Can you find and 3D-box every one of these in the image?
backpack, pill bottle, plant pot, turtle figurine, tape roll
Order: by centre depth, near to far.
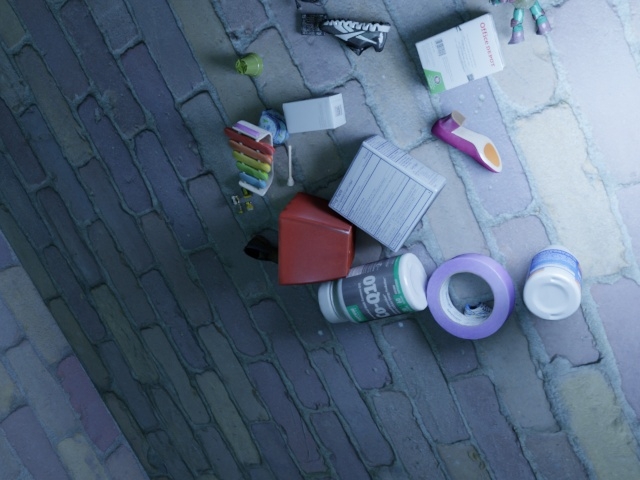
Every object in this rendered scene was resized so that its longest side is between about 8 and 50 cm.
[{"bbox_3d":[0.539,-0.659,1.443,0.175,0.118,0.234,-9,112,29],"label":"turtle figurine"},{"bbox_3d":[0.690,0.111,1.593,0.152,0.272,0.153,11,115,23],"label":"pill bottle"},{"bbox_3d":[0.499,0.184,1.796,0.274,0.090,0.275,7,102,32],"label":"tape roll"},{"bbox_3d":[-0.255,-0.608,1.876,0.083,0.079,0.084,10,114,23],"label":"plant pot"},{"bbox_3d":[0.000,0.000,1.916,0.235,0.267,0.268,6,114,11],"label":"plant pot"},{"bbox_3d":[-0.166,-0.400,1.918,0.114,0.084,0.105,30,124,8],"label":"backpack"},{"bbox_3d":[0.185,0.182,1.918,0.360,0.204,0.204,-18,102,31],"label":"pill bottle"}]

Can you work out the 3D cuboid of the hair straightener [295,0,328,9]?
[{"bbox_3d":[-0.053,-0.786,1.728,0.230,0.047,0.089,8,115,19],"label":"hair straightener"}]

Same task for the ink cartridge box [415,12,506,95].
[{"bbox_3d":[0.409,-0.539,1.565,0.219,0.092,0.160,-13,105,30],"label":"ink cartridge box"}]

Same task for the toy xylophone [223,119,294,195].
[{"bbox_3d":[-0.215,-0.292,1.934,0.236,0.081,0.323,21,146,21],"label":"toy xylophone"}]

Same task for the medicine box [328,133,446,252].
[{"bbox_3d":[0.218,-0.159,1.788,0.289,0.149,0.264,36,122,9],"label":"medicine box"}]

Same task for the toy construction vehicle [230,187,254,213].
[{"bbox_3d":[-0.303,-0.160,2.122,0.085,0.035,0.098,-16,106,20],"label":"toy construction vehicle"}]

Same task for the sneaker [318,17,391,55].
[{"bbox_3d":[0.100,-0.636,1.686,0.234,0.078,0.106,13,114,18],"label":"sneaker"}]

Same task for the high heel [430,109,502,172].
[{"bbox_3d":[0.452,-0.289,1.675,0.244,0.082,0.117,41,152,-9],"label":"high heel"}]

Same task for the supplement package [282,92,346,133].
[{"bbox_3d":[-0.021,-0.429,1.820,0.179,0.105,0.105,-1,111,26],"label":"supplement package"}]

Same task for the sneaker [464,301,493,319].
[{"bbox_3d":[0.558,0.241,1.848,0.135,0.052,0.058,-2,106,27],"label":"sneaker"}]

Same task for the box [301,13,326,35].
[{"bbox_3d":[-0.023,-0.703,1.755,0.083,0.018,0.067,10,115,23],"label":"box"}]

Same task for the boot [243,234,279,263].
[{"bbox_3d":[-0.200,0.066,2.118,0.219,0.106,0.082,29,121,13],"label":"boot"}]
